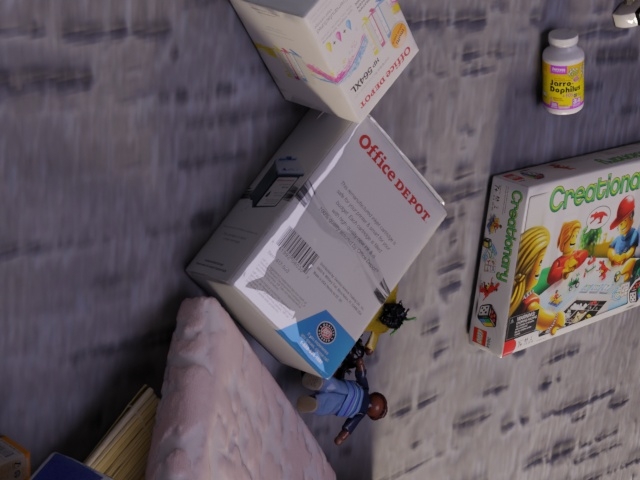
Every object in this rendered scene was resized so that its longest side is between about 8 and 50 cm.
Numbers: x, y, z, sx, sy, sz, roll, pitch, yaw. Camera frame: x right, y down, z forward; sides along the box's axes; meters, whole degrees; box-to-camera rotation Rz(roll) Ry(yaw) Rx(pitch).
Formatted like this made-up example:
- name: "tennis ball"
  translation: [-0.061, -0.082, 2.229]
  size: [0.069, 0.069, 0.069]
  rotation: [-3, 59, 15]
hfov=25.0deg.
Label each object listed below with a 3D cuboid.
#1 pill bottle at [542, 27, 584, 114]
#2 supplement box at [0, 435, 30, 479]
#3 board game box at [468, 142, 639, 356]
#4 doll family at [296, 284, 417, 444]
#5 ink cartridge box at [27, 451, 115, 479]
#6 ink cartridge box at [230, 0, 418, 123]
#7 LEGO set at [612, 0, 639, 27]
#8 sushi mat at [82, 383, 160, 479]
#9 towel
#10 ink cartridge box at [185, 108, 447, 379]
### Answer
- name: "pill bottle"
  translation: [0.252, -0.176, 1.494]
  size: [0.043, 0.043, 0.083]
  rotation: [-31, 129, -36]
- name: "supplement box"
  translation: [-0.267, 0.196, 1.087]
  size: [0.098, 0.036, 0.062]
  rotation: [-22, 124, -41]
- name: "board game box"
  translation: [0.288, 0.003, 1.614]
  size: [0.305, 0.053, 0.193]
  rotation: [-14, 118, -44]
- name: "doll family"
  translation: [0.033, 0.094, 1.356]
  size: [0.111, 0.076, 0.193]
  rotation: [19, 96, -54]
- name: "ink cartridge box"
  translation: [-0.249, 0.372, 1.054]
  size: [0.324, 0.071, 0.330]
  rotation: [-50, 153, -38]
- name: "ink cartridge box"
  translation: [0.008, -0.172, 1.181]
  size: [0.092, 0.090, 0.143]
  rotation: [-52, 138, -18]
- name: "LEGO set"
  translation: [0.413, -0.326, 1.565]
  size: [0.227, 0.093, 0.087]
  rotation: [-49, 138, -21]
- name: "sushi mat"
  translation: [-0.216, 0.268, 1.170]
  size: [0.316, 0.019, 0.151]
  rotation: [-51, 152, -18]
- name: "towel"
  translation: [-0.068, 0.265, 1.206]
  size: [0.317, 0.053, 0.332]
  rotation: [60, 27, -47]
- name: "ink cartridge box"
  translation: [0.000, 0.000, 1.238]
  size: [0.139, 0.082, 0.191]
  rotation: [47, 69, -31]
